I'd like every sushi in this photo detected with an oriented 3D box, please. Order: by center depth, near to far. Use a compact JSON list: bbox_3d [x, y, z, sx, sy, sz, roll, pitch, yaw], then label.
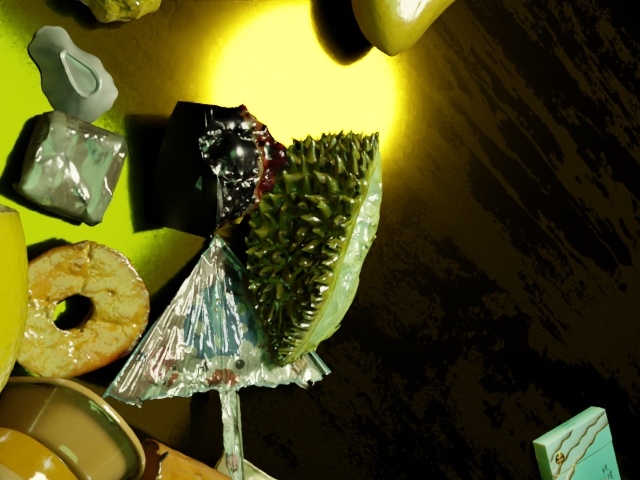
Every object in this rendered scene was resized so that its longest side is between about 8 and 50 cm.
[{"bbox_3d":[-0.130,-0.104,1.309,0.150,0.153,0.172,-8,106,-44],"label":"sushi"}]

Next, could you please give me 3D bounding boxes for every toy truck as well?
[{"bbox_3d":[-0.368,0.295,1.120,0.204,0.288,0.211,55,41,-20],"label":"toy truck"}]

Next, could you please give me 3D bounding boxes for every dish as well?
[{"bbox_3d":[-0.322,-0.220,1.252,0.091,0.039,0.137,-41,113,-24],"label":"dish"}]

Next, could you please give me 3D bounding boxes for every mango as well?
[{"bbox_3d":[0.156,-0.452,1.482,0.195,0.142,0.331,48,71,-18],"label":"mango"}]

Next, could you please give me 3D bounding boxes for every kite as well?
[{"bbox_3d":[-0.137,0.172,1.356,0.406,0.014,0.368,2,80,-43],"label":"kite"}]

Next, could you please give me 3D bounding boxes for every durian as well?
[{"bbox_3d":[-0.010,-0.002,1.431,0.198,0.163,0.394,35,68,-69],"label":"durian"}]

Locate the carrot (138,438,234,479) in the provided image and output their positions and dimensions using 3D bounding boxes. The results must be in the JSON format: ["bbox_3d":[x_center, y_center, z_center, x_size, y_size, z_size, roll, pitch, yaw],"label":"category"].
[{"bbox_3d":[-0.131,0.424,1.229,0.341,0.224,0.224,37,73,-21],"label":"carrot"}]

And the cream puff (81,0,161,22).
[{"bbox_3d":[-0.258,-0.357,1.246,0.146,0.116,0.146,0,91,-28],"label":"cream puff"}]

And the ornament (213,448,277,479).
[{"bbox_3d":[-0.124,0.389,1.385,0.201,0.059,0.180,-11,95,-29],"label":"ornament"}]

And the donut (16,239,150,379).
[{"bbox_3d":[-0.325,0.089,1.243,0.190,0.075,0.174,-41,113,-19],"label":"donut"}]

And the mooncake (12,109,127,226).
[{"bbox_3d":[-0.321,-0.095,1.237,0.125,0.073,0.129,26,80,-33],"label":"mooncake"}]

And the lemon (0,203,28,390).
[{"bbox_3d":[-0.481,0.092,0.994,0.364,0.364,0.364,-1,92,-32],"label":"lemon"}]

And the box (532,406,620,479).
[{"bbox_3d":[0.483,0.444,1.765,0.162,0.041,0.229,-21,102,-30],"label":"box"}]
